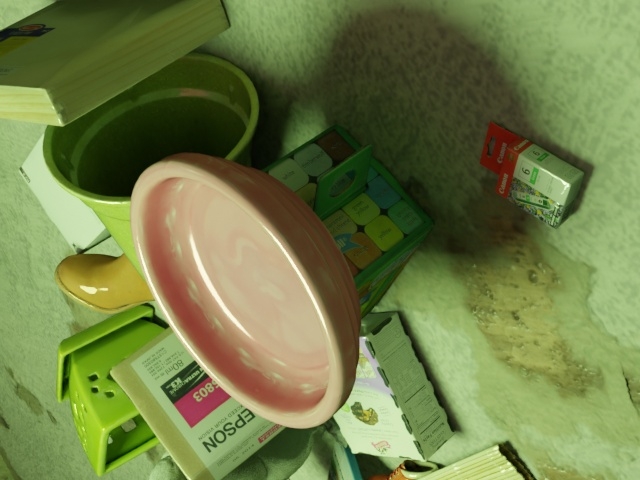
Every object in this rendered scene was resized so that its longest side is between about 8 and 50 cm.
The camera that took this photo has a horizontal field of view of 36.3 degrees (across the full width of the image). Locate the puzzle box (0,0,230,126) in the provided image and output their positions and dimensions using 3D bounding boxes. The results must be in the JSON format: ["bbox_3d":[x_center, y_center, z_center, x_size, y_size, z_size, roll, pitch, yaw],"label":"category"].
[{"bbox_3d":[-0.346,-0.248,1.297,0.409,0.272,0.052,13,132,46],"label":"puzzle box"}]

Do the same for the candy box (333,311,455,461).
[{"bbox_3d":[0.073,0.202,1.351,0.165,0.070,0.196,-10,111,53],"label":"candy box"}]

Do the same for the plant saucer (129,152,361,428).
[{"bbox_3d":[-0.074,0.047,1.067,0.332,0.084,0.332,32,141,31],"label":"plant saucer"}]

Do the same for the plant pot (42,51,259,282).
[{"bbox_3d":[-0.194,-0.067,1.307,0.276,0.276,0.254,31,151,31],"label":"plant pot"}]

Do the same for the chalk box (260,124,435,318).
[{"bbox_3d":[0.000,0.000,1.169,0.179,0.180,0.289,47,147,11],"label":"chalk box"}]

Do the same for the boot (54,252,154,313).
[{"bbox_3d":[-0.286,0.033,1.537,0.283,0.109,0.220,20,143,5],"label":"boot"}]

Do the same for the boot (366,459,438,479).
[{"bbox_3d":[0.122,0.356,1.443,0.158,0.059,0.085,-3,114,42],"label":"boot"}]

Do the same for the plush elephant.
[{"bbox_3d":[-0.127,0.311,1.495,0.255,0.330,0.272,129,142,-50],"label":"plush elephant"}]

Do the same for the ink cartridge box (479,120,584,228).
[{"bbox_3d":[0.206,-0.068,0.993,0.115,0.029,0.063,35,142,26],"label":"ink cartridge box"}]

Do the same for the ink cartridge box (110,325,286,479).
[{"bbox_3d":[-0.128,0.186,1.306,0.193,0.234,0.088,47,165,23],"label":"ink cartridge box"}]

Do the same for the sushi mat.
[{"bbox_3d":[0.186,0.389,1.358,0.151,0.019,0.316,53,133,1],"label":"sushi mat"}]

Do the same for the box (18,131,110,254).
[{"bbox_3d":[-0.380,-0.096,1.602,0.181,0.119,0.182,56,146,-3],"label":"box"}]

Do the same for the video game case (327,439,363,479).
[{"bbox_3d":[0.040,0.393,1.554,0.166,0.015,0.119,99,158,-46],"label":"video game case"}]

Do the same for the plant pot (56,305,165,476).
[{"bbox_3d":[-0.363,0.266,1.810,0.207,0.227,0.228,50,147,21],"label":"plant pot"}]
